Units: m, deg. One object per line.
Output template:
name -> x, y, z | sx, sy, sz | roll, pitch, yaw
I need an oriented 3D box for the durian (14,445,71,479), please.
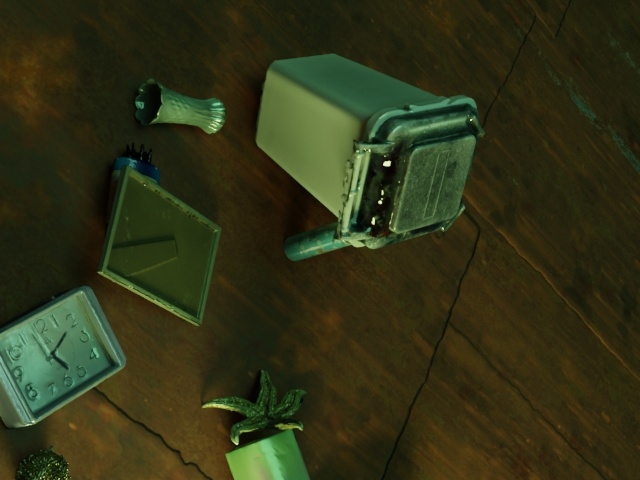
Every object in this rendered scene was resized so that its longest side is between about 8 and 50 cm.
durian -> -0.394, 0.333, 1.479 | 0.080, 0.080, 0.091 | 28, 45, -32

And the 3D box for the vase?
vase -> -0.232, -0.223, 1.761 | 0.148, 0.081, 0.081 | 6, 75, -43

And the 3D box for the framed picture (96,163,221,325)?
framed picture -> -0.252, 0.013, 1.668 | 0.250, 0.016, 0.184 | 35, 57, -50

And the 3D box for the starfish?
starfish -> -0.107, 0.277, 1.705 | 0.208, 0.175, 0.053 | -66, 165, -73

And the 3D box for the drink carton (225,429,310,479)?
drink carton -> -0.079, 0.392, 1.694 | 0.146, 0.144, 0.142 | -14, 78, -45

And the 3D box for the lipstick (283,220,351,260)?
lipstick -> 0.000, 0.000, 1.842 | 0.048, 0.158, 0.048 | 11, 72, -38

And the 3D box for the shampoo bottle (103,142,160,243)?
shampoo bottle -> -0.302, -0.068, 1.674 | 0.087, 0.050, 0.183 | 19, 67, -40

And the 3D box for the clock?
clock -> -0.398, 0.166, 1.515 | 0.193, 0.073, 0.145 | -33, 101, -40

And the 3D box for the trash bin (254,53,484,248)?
trash bin -> 0.054, -0.170, 1.781 | 0.296, 0.367, 0.256 | -17, 130, -38
